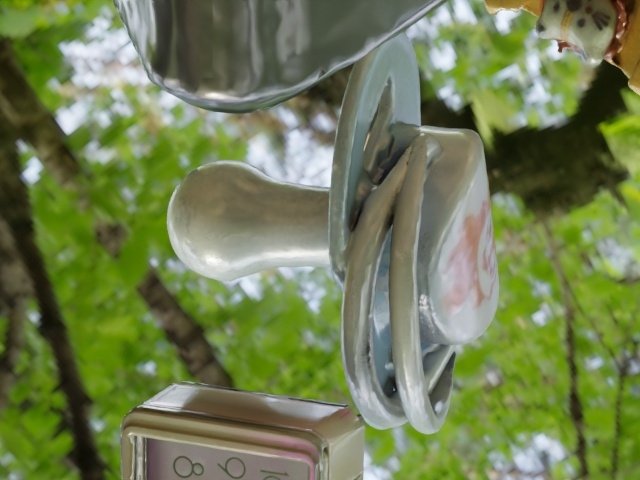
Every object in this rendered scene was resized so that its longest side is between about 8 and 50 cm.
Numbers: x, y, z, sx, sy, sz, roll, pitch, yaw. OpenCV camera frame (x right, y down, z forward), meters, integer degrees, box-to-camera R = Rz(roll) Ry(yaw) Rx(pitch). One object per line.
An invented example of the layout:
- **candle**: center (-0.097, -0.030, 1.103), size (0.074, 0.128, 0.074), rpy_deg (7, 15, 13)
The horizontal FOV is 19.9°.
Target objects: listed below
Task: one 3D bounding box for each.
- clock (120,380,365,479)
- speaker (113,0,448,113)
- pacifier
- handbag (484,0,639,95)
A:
- **clock**: center (-0.050, 0.198, 1.175), size (0.147, 0.192, 0.071), rpy_deg (7, -167, 22)
- **speaker**: center (-0.001, -0.203, 0.538), size (0.184, 0.180, 0.388), rpy_deg (-8, -148, -12)
- **pacifier**: center (0.000, 0.000, 1.258), size (0.233, 0.299, 0.244), rpy_deg (7, -136, 20)
- **handbag**: center (0.271, -0.262, 1.460), size (0.401, 0.133, 0.283), rpy_deg (41, -61, 33)
